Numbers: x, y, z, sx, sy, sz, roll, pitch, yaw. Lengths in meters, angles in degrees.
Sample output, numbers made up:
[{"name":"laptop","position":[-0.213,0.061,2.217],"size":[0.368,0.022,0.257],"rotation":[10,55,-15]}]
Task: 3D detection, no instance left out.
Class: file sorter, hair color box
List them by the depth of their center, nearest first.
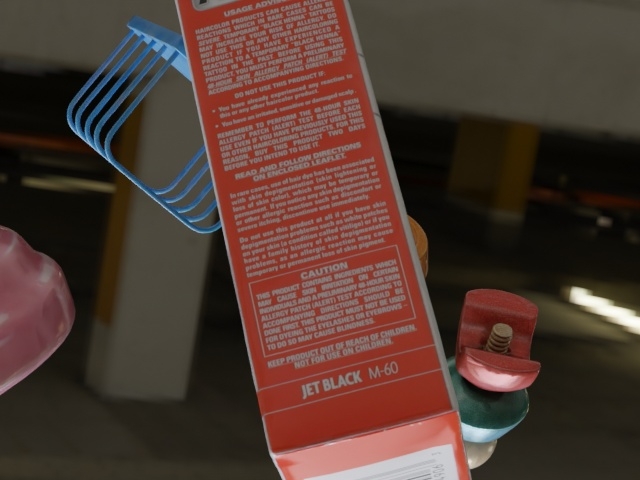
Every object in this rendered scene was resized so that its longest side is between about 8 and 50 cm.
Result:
[{"name":"hair color box","position":[0.000,0.000,0.542],"size":[0.053,0.167,0.093],"rotation":[-13,149,2]},{"name":"file sorter","position":[-0.112,-0.087,1.401],"size":[0.118,0.104,0.170],"rotation":[41,178,-21]}]

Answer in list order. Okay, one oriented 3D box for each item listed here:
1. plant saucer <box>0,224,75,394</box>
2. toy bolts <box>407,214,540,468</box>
[{"name":"plant saucer","position":[-0.286,0.051,0.884],"size":[0.332,0.084,0.332],"rotation":[-15,-168,3]},{"name":"toy bolts","position":[0.069,0.101,1.600],"size":[0.228,0.158,0.218],"rotation":[16,-143,0]}]
